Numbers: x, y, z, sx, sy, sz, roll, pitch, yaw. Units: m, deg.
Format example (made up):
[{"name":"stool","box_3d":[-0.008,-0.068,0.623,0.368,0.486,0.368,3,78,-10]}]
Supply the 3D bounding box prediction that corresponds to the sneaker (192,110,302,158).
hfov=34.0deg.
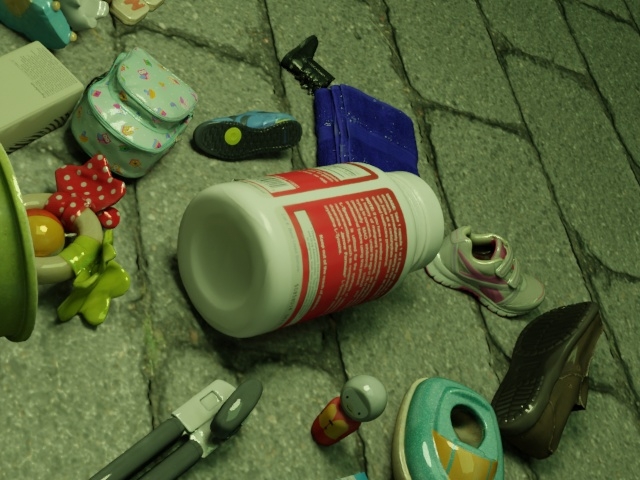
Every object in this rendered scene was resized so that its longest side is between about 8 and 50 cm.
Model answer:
[{"name":"sneaker","box_3d":[-0.137,-0.190,1.831,0.209,0.069,0.082,-9,27,-32]}]

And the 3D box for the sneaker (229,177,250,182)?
[{"name":"sneaker","box_3d":[-0.115,-0.083,1.758,0.109,0.043,0.040,-4,56,-42]}]

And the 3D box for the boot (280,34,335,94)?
[{"name":"boot","box_3d":[-0.013,-0.345,2.066,0.099,0.045,0.121,41,48,3]}]

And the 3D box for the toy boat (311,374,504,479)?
[{"name":"toy boat","box_3d":[0.149,0.295,1.549,0.318,0.148,0.267,23,44,-20]}]

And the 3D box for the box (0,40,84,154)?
[{"name":"box","box_3d":[-0.482,-0.186,1.525,0.113,0.094,0.275,45,41,4]}]

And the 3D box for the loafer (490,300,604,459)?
[{"name":"loafer","box_3d":[0.405,0.243,1.832,0.366,0.134,0.130,-47,112,-40]}]

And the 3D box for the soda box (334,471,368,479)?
[{"name":"soda box","box_3d":[-0.021,0.376,1.405,0.210,0.071,0.067,-6,59,-41]}]

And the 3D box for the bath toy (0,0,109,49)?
[{"name":"bath toy","box_3d":[-0.407,-0.466,1.793,0.129,0.151,0.348,6,41,28]}]

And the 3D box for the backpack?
[{"name":"backpack","box_3d":[-0.295,-0.199,1.646,0.166,0.144,0.188,40,43,-13]}]

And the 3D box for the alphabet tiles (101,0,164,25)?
[{"name":"alphabet tiles","box_3d":[-0.421,-0.510,1.913,0.284,0.021,0.278,38,40,-3]}]

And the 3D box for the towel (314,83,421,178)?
[{"name":"towel","box_3d":[0.100,-0.154,1.961,0.228,0.076,0.308,18,46,-24]}]

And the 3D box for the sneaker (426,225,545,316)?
[{"name":"sneaker","box_3d":[0.320,0.055,1.920,0.252,0.111,0.103,22,44,-21]}]

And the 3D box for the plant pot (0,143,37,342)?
[{"name":"plant pot","box_3d":[-0.503,0.016,1.232,0.254,0.276,0.276,-13,63,-30]}]

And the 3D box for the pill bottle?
[{"name":"pill bottle","box_3d":[0.000,0.000,1.632,0.408,0.229,0.229,-13,64,-43]}]

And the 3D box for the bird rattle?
[{"name":"bird rattle","box_3d":[-0.363,-0.016,1.450,0.207,0.143,0.253,-2,53,-22]}]

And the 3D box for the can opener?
[{"name":"can opener","box_3d":[-0.182,0.259,1.365,0.076,0.095,0.283,47,41,8]}]
